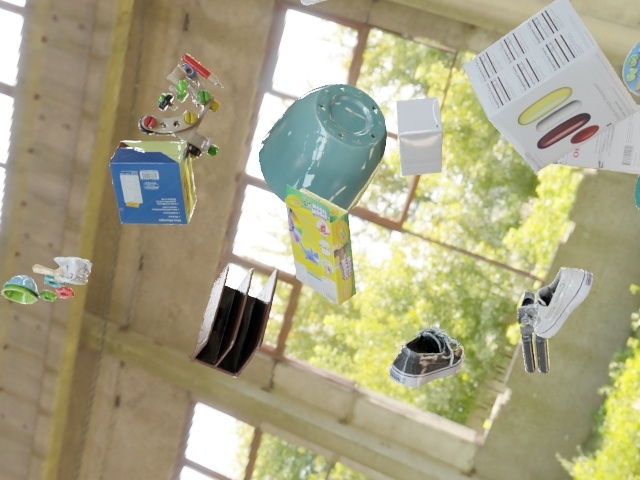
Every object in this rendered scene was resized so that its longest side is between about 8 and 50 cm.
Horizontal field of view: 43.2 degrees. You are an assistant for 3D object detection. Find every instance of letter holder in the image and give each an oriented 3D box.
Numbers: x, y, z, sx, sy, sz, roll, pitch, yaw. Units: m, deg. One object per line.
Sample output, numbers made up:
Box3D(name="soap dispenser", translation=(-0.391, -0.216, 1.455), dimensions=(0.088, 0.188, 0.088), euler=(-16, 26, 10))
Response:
Box3D(name="letter holder", translation=(-0.246, 0.214, 2.411), dimensions=(0.214, 0.152, 0.301), euler=(-51, 20, 44))

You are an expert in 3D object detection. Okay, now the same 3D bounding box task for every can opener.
Box3D(name="can opener", translation=(0.590, 0.252, 2.223), dimensions=(0.283, 0.076, 0.095), euler=(70, -153, -44))

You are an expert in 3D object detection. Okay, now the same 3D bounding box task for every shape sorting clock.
Box3D(name="shape sorting clock", translation=(0.803, -0.418, 1.873), dimensions=(0.040, 0.206, 0.206), euler=(30, -101, -42))

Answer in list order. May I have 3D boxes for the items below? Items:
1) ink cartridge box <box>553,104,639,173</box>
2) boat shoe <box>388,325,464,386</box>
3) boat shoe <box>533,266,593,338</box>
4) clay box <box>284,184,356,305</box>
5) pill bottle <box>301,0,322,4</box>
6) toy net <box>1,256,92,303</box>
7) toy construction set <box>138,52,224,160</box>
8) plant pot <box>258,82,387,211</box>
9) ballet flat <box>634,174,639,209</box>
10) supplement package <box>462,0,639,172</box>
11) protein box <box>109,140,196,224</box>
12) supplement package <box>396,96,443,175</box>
Box3D(name="ink cartridge box", translation=(0.663, -0.246, 1.900), dimensions=(0.092, 0.218, 0.158), euler=(-140, 56, -81))
Box3D(name="boat shoe", translation=(0.268, 0.261, 1.942), dimensions=(0.306, 0.113, 0.105), euler=(-5, -62, -51))
Box3D(name="boat shoe", translation=(0.571, 0.151, 1.986), dimensions=(0.267, 0.088, 0.096), euler=(108, -179, -58))
Box3D(name="clay box", translation=(0.000, 0.000, 1.498), dimensions=(0.053, 0.127, 0.222), euler=(-31, -47, -31))
Box3D(name="pill bottle", translation=(-0.017, -0.650, 1.810), dimensions=(0.121, 0.121, 0.216), euler=(-51, -52, -52))
Box3D(name="toy net", translation=(-0.515, 0.088, 1.578), dimensions=(0.122, 0.232, 0.045), euler=(38, -130, -38))
Box3D(name="toy construction set", translation=(-0.361, -0.381, 2.375), dimensions=(0.309, 0.237, 0.257), euler=(-39, 18, 55))
Box3D(name="plant pot", translation=(0.025, -0.236, 1.946), dimensions=(0.293, 0.293, 0.235), euler=(-59, 5, -36))
Box3D(name="ballet flat", translation=(0.909, -0.196, 2.187), dimensions=(0.077, 0.091, 0.241), euler=(5, -87, -35))
Box3D(name="supplement package", translation=(0.394, -0.262, 1.388), dimensions=(0.194, 0.203, 0.149), euler=(34, -148, -42))
Box3D(name="protein box", translation=(-0.473, -0.164, 2.303), dimensions=(0.136, 0.200, 0.201), euler=(-84, -6, -56))
Box3D(name="supplement package", translation=(0.241, -0.250, 1.966), dimensions=(0.179, 0.105, 0.105), euler=(77, -169, -61))
